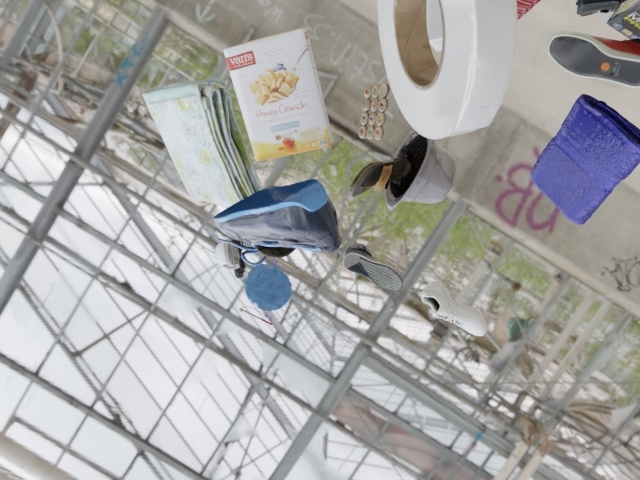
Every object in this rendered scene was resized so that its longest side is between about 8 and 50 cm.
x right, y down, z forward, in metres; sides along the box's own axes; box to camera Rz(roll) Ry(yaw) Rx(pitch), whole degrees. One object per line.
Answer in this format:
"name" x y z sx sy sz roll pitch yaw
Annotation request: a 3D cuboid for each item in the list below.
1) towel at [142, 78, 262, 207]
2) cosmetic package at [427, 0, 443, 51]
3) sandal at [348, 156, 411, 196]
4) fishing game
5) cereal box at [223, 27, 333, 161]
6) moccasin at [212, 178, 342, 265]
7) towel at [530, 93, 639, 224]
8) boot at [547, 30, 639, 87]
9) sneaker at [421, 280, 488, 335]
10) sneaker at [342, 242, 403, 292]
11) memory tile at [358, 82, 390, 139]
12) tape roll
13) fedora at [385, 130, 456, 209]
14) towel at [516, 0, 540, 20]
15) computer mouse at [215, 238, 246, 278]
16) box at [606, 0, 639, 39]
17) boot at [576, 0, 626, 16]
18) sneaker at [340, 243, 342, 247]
"towel" -0.303 -0.240 1.363 0.375 0.090 0.320 17 130 51
"cosmetic package" 0.483 -0.876 1.894 0.197 0.365 0.155 -1 -179 26
"sandal" 0.168 -0.164 1.433 0.219 0.090 0.060 -19 -128 -34
"fishing game" -0.200 0.178 2.020 0.189 0.264 0.041 27 152 -11
"cereal box" -0.084 -0.298 1.115 0.047 0.173 0.240 -69 -34 -63
"moccasin" -0.086 -0.017 0.900 0.116 0.138 0.342 61 159 -16
"towel" 0.718 -0.214 1.453 0.076 0.308 0.227 -18 -121 -24
"boot" 0.679 -0.457 1.295 0.244 0.088 0.176 26 -134 15
"sneaker" 0.267 0.148 1.092 0.152 0.053 0.061 37 -143 18
"sneaker" 0.186 0.089 1.882 0.226 0.086 0.163 30 -166 -3
"memory tile" 0.143 -0.346 1.448 0.012 0.147 0.113 0 -167 -31
"tape roll" 0.197 -0.368 0.922 0.072 0.391 0.392 -13 -162 -11
"fedora" 0.277 -0.176 1.429 0.124 0.243 0.275 24 -162 -12
"towel" 0.712 -0.918 1.983 0.199 0.275 0.031 47 176 22
"computer mouse" -0.224 0.036 1.319 0.042 0.105 0.193 -8 171 4
"box" 0.865 -0.504 1.305 0.270 0.060 0.216 33 -169 -1
"boot" 0.880 -0.703 1.603 0.207 0.094 0.246 3 -145 15
"sneaker" 0.000 0.000 2.003 0.162 0.073 0.063 -5 180 -23
